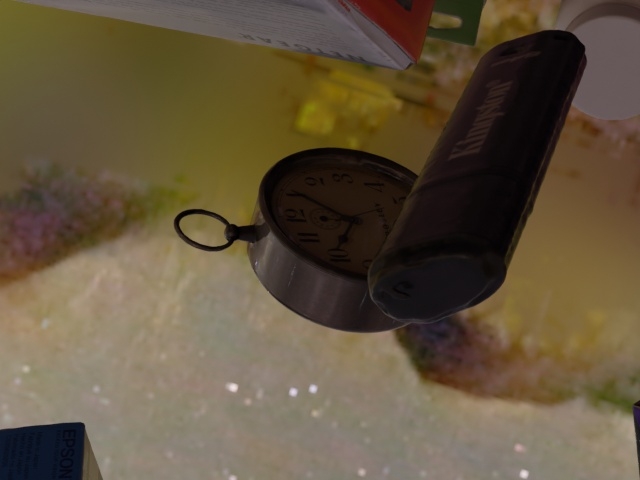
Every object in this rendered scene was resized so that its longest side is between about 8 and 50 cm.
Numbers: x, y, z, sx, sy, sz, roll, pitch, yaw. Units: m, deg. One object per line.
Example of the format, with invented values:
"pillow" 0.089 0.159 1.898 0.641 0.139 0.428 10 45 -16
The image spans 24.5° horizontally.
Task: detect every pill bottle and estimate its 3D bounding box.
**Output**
"pill bottle" 0.375 -0.270 1.846 0.160 0.160 0.283 18 -148 5

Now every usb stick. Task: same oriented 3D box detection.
"usb stick" 0.093 -0.045 0.809 0.077 0.045 0.278 -22 -160 30

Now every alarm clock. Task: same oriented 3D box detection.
"alarm clock" 0.000 0.000 0.931 0.192 0.064 0.129 6 -140 -19

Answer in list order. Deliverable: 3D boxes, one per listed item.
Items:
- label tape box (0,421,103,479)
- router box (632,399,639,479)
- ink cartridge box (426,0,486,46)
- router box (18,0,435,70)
"label tape box" -0.235 0.369 1.342 0.115 0.348 0.249 -8 -134 4
"router box" 0.440 0.223 1.449 0.309 0.243 0.081 -21 -160 -37
"ink cartridge box" 0.159 -0.341 1.822 0.109 0.209 0.062 13 172 1
"router box" -0.089 -0.241 0.539 0.335 0.301 0.082 14 175 24
